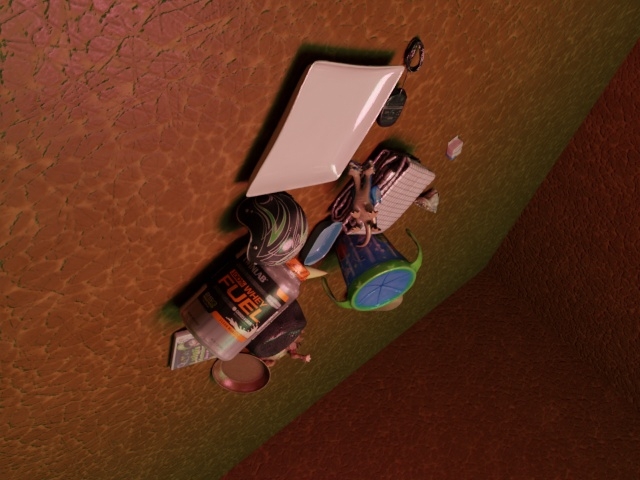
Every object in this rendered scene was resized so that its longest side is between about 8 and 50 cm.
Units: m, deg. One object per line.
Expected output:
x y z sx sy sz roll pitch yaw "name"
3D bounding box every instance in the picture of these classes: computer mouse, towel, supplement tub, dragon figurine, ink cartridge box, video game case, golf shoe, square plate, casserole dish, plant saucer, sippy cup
0.194 -0.388 1.532 0.071 0.041 0.242 -5 134 -34 "computer mouse"
0.181 -0.148 1.844 0.283 0.121 0.235 -50 157 19 "towel"
-0.190 0.139 1.596 0.316 0.193 0.193 -44 159 -2 "supplement tub"
0.122 -0.101 1.682 0.085 0.144 0.289 -2 149 10 "dragon figurine"
0.467 -0.322 2.149 0.048 0.028 0.083 -40 158 -12 "ink cartridge box"
-0.345 0.303 1.794 0.173 0.022 0.190 -12 146 -27 "video game case"
0.404 -0.158 2.324 0.176 0.069 0.086 8 105 -68 "golf shoe"
0.005 -0.260 1.400 0.344 0.049 0.347 -16 146 -50 "square plate"
0.000 0.000 1.898 0.114 0.037 0.188 -20 148 -46 "casserole dish"
-0.268 0.443 2.109 0.198 0.199 0.036 -58 -164 32 "plant saucer"
0.161 0.074 2.025 0.305 0.224 0.240 -10 145 -24 "sippy cup"

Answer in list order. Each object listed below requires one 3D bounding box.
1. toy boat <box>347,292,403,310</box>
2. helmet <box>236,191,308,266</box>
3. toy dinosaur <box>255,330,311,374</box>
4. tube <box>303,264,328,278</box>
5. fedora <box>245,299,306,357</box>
0.227 0.207 2.565 0.231 0.151 0.151 -1 158 7 "toy boat"
-0.111 -0.024 1.460 0.169 0.161 0.169 -26 159 -11 "helmet"
-0.162 0.390 2.245 0.296 0.127 0.200 -21 -170 -14 "toy dinosaur"
-0.066 0.099 1.919 0.062 0.070 0.240 -51 158 13 "tube"
-0.157 0.267 1.953 0.334 0.152 0.334 -37 158 -17 "fedora"
